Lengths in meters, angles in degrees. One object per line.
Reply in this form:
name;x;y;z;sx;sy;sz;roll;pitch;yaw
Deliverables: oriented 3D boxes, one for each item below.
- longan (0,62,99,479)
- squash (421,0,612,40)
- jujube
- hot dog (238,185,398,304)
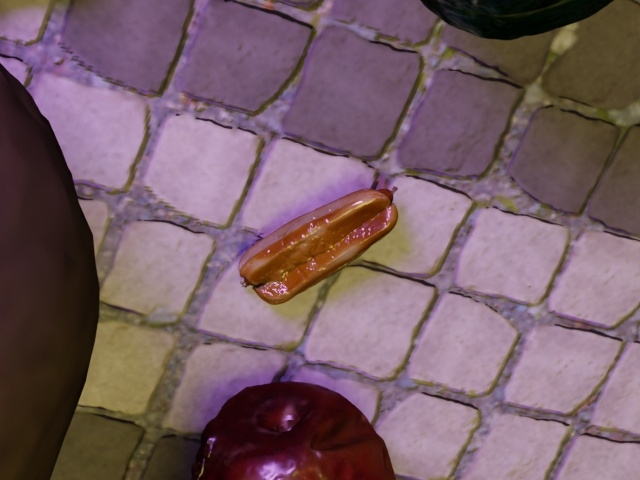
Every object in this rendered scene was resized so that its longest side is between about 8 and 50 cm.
longan;-0.324;0.040;0.910;0.404;0.404;0.435;13;99;-20
squash;0.097;-0.236;0.927;0.165;0.252;0.252;-19;121;6
jujube;-0.020;0.275;1.217;0.216;0.216;0.342;-5;107;-11
hot dog;0.000;0.000;1.156;0.133;0.041;0.056;-30;120;12
